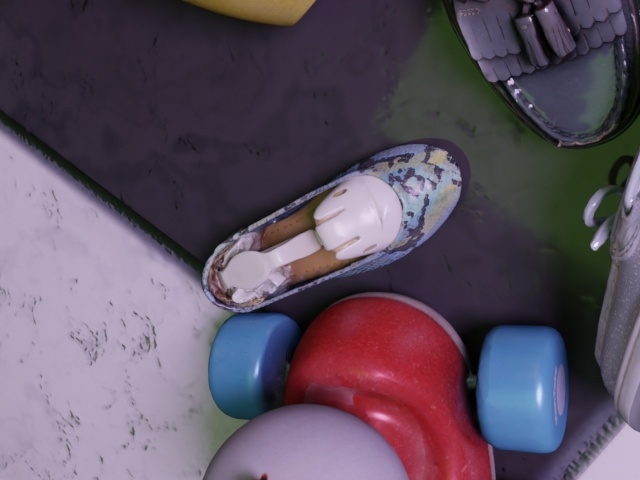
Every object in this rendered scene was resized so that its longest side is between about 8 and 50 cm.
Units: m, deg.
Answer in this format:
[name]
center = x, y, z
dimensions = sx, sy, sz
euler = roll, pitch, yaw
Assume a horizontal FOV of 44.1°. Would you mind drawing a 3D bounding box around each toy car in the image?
[toy car]
center = 0.007, 0.156, 0.434
dimensions = 0.219, 0.238, 0.210
euler = 1, 105, 26

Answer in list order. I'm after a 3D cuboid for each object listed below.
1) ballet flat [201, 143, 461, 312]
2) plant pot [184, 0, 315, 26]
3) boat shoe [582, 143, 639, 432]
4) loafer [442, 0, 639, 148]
[ballet flat]
center = 0.000, 0.000, 0.494
dimensions = 0.188, 0.070, 0.070
euler = -29, 90, 29
[plant pot]
center = -0.033, -0.175, 0.436
dimensions = 0.095, 0.134, 0.134
euler = 37, 120, -15
[boat shoe]
center = 0.200, -0.058, 0.365
dimensions = 0.118, 0.103, 0.321
euler = 0, 114, -20
[loafer]
center = 0.085, -0.167, 0.393
dimensions = 0.096, 0.084, 0.268
euler = -20, 95, 29
